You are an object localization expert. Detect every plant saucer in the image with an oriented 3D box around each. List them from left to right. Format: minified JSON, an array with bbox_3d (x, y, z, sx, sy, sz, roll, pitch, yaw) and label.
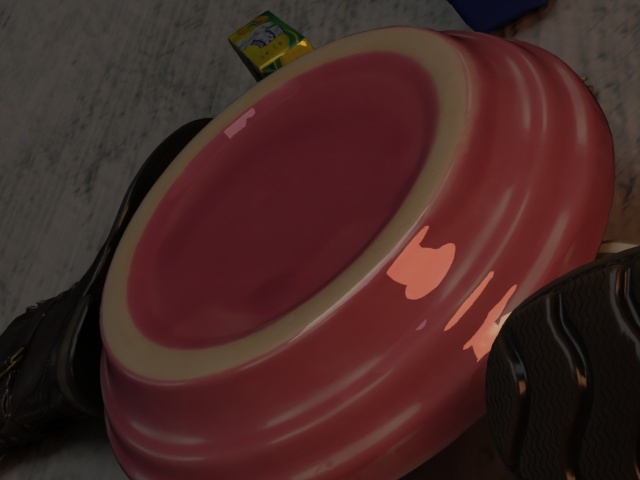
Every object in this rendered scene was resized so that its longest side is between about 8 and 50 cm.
[{"bbox_3d":[0.000,0.000,1.064,0.332,0.084,0.332,-29,34,21],"label":"plant saucer"}]

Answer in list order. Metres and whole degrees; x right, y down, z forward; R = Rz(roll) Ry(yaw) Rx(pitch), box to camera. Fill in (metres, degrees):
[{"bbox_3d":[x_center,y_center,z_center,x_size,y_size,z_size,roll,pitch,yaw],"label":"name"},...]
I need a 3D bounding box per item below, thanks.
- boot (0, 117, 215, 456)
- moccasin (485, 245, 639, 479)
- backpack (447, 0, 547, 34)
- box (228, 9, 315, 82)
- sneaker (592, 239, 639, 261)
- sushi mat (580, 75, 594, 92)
[{"bbox_3d":[-0.163,0.041,1.386,0.229,0.091,0.263,-22,34,57],"label":"boot"},{"bbox_3d":[0.238,0.045,0.769,0.380,0.147,0.139,-19,74,34],"label":"moccasin"},{"bbox_3d":[0.111,-0.213,1.353,0.098,0.120,0.101,-29,29,27],"label":"backpack"},{"bbox_3d":[-0.009,-0.098,1.340,0.043,0.105,0.179,-35,18,1],"label":"box"},{"bbox_3d":[0.161,0.053,0.943,0.086,0.064,0.192,-49,29,-21],"label":"sneaker"},{"bbox_3d":[0.035,-0.009,1.274,0.316,0.019,0.151,-19,34,41],"label":"sushi mat"}]
